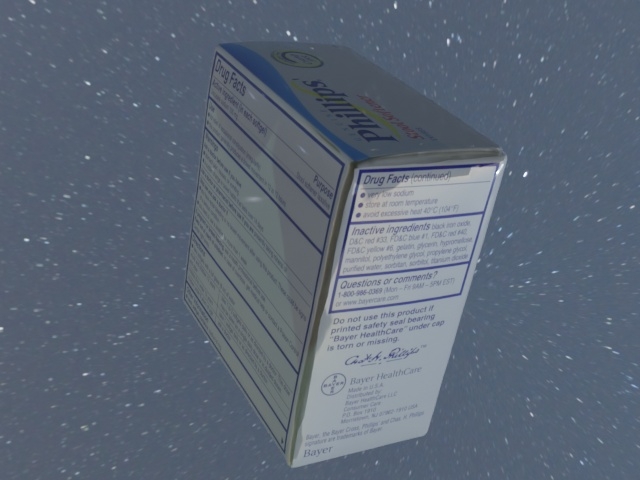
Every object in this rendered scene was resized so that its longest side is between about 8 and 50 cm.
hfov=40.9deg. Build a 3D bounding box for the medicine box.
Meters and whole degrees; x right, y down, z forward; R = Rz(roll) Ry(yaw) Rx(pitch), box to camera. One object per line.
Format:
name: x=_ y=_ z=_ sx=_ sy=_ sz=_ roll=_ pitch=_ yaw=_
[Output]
medicine box: x=0.000 y=0.000 z=0.774 sx=0.149 sy=0.263 sz=0.289 roll=-5 pitch=-58 yaw=-29
